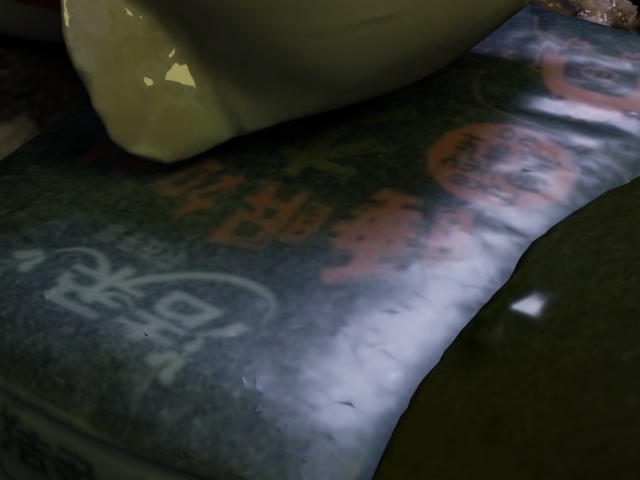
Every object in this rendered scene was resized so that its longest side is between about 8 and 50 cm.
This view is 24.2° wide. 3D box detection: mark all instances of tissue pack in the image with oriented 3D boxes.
[{"bbox_3d":[0.000,0.000,0.574,0.228,0.103,0.315,20,42,29],"label":"tissue pack"}]

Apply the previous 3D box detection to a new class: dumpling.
[{"bbox_3d":[0.001,-0.126,0.539,0.229,0.124,0.151,-26,98,-27],"label":"dumpling"}]

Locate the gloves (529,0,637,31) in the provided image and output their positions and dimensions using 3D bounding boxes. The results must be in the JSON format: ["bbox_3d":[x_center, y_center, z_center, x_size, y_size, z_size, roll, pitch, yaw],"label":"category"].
[{"bbox_3d":[0.092,-0.108,0.759,0.144,0.094,0.110,-32,64,-31],"label":"gloves"}]

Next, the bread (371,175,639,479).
[{"bbox_3d":[0.146,0.162,0.491,0.382,0.129,0.366,16,79,-50],"label":"bread"}]

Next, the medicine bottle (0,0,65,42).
[{"bbox_3d":[-0.104,-0.251,0.656,0.252,0.241,0.252,13,54,-18],"label":"medicine bottle"}]
